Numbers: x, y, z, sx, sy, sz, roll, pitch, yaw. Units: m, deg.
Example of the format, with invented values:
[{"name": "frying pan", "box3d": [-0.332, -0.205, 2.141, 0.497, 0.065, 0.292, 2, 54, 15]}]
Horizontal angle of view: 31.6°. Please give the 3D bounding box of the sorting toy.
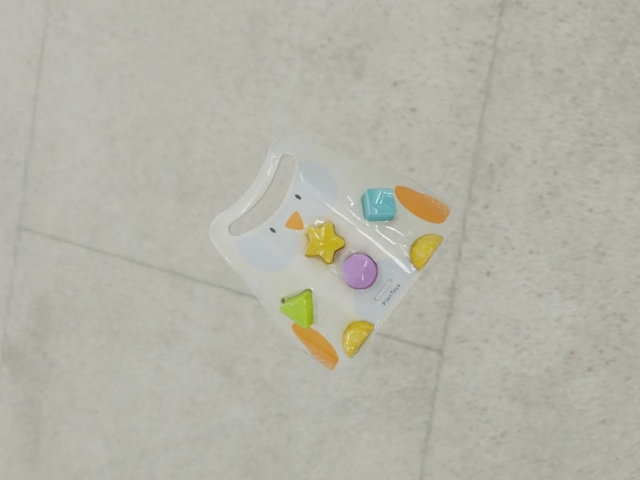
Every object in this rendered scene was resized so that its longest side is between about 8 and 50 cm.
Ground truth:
[{"name": "sorting toy", "box3d": [0.000, 0.000, 0.434, 0.075, 0.045, 0.083, 37, 93, 0]}]
